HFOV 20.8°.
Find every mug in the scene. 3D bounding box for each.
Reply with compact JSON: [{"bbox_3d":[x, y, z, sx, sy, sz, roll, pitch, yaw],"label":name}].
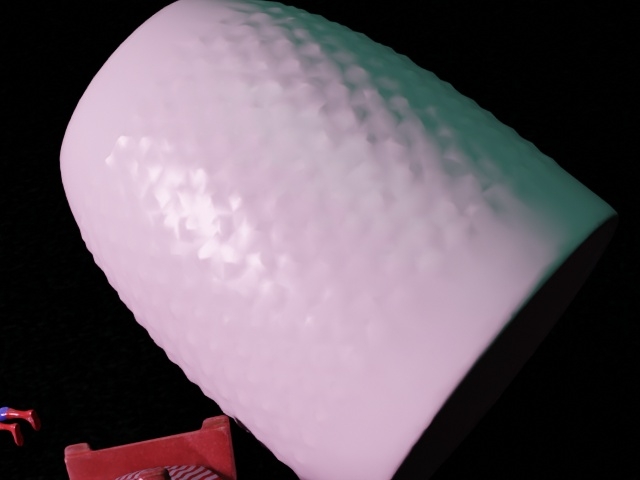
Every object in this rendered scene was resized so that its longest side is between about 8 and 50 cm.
[{"bbox_3d":[0.000,0.000,1.257,0.328,0.374,0.276,39,86,13],"label":"mug"}]

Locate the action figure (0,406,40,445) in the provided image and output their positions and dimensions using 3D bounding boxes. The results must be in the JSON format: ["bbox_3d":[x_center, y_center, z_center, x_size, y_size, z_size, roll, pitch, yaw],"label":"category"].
[{"bbox_3d":[-0.278,0.147,1.389,0.115,0.030,0.038,4,33,29],"label":"action figure"}]

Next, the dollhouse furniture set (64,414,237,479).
[{"bbox_3d":[-0.235,0.234,1.090,0.374,0.152,0.201,-13,2,6],"label":"dollhouse furniture set"}]
